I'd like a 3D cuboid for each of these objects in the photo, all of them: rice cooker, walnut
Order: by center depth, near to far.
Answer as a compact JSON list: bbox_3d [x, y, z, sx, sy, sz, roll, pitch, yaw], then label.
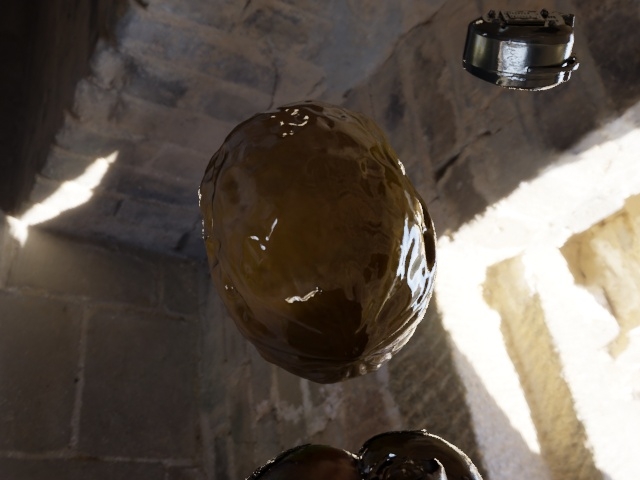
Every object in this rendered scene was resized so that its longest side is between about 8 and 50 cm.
[{"bbox_3d":[0.000,0.000,1.002,0.354,0.307,0.398,64,6,-53],"label":"walnut"},{"bbox_3d":[0.290,-0.279,1.049,0.165,0.106,0.112,-3,33,3],"label":"rice cooker"}]

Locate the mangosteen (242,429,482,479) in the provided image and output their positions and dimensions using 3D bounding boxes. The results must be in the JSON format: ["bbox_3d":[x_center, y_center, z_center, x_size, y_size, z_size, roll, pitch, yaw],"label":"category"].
[{"bbox_3d":[0.050,0.391,0.769,0.381,0.421,0.381,36,20,-16],"label":"mangosteen"}]
